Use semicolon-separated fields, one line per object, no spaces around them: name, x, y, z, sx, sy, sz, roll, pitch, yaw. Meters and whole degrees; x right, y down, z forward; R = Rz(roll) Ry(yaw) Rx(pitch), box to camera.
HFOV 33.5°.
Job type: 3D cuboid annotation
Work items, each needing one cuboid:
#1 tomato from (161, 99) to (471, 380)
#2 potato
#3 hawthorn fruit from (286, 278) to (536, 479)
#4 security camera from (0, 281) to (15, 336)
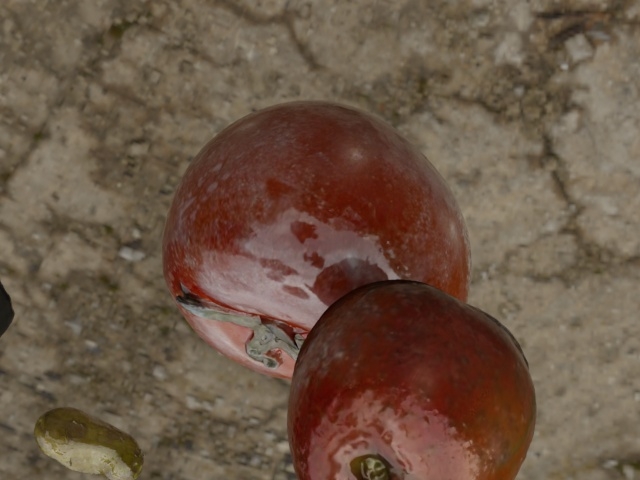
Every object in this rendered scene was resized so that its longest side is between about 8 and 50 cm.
tomato;0.000;0.000;0.916;0.270;0.227;0.270;20;154;10
potato;-0.179;0.159;0.827;0.092;0.045;0.046;25;155;-17
hawthorn fruit;0.055;0.118;0.714;0.172;0.173;0.173;9;142;7
security camera;-0.354;0.059;0.641;0.191;0.277;0.197;25;150;19
